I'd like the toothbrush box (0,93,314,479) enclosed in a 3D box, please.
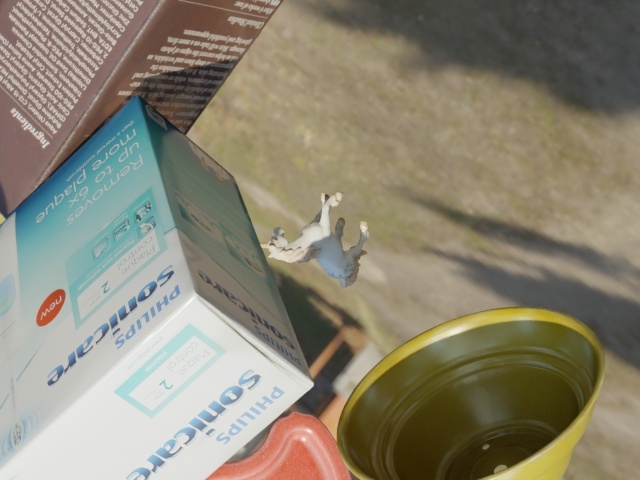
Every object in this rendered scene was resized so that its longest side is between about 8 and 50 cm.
[{"bbox_3d":[-0.152,0.058,0.941,0.126,0.216,0.295,40,-165,-34],"label":"toothbrush box"}]

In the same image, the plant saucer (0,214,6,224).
[{"bbox_3d":[-0.378,-0.057,1.539,0.333,0.332,0.081,-26,146,32],"label":"plant saucer"}]

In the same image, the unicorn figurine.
[{"bbox_3d":[0.000,0.000,1.464,0.162,0.111,0.060,38,151,-27],"label":"unicorn figurine"}]

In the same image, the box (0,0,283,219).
[{"bbox_3d":[-0.156,-0.200,1.090,0.143,0.381,0.191,42,-161,16],"label":"box"}]

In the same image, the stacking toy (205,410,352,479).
[{"bbox_3d":[-0.145,0.233,1.124,0.279,0.309,0.130,64,154,15],"label":"stacking toy"}]

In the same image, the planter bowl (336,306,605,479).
[{"bbox_3d":[0.129,0.152,0.979,0.217,0.217,0.090,23,143,58],"label":"planter bowl"}]
